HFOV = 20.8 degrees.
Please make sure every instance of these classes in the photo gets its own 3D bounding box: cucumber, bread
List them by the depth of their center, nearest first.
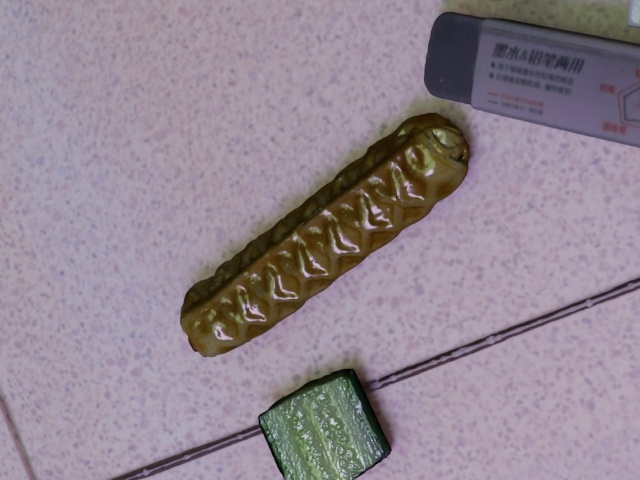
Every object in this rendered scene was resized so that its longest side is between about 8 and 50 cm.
[{"bbox_3d":[-0.001,-0.001,1.708,0.367,0.084,0.077,-37,122,25],"label":"bread"},{"bbox_3d":[0.011,0.195,1.744,0.116,0.062,0.115,-28,87,20],"label":"cucumber"}]

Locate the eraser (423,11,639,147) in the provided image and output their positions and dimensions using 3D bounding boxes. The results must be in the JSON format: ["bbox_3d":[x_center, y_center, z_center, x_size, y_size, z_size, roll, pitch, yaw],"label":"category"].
[{"bbox_3d":[0.249,-0.136,1.546,0.352,0.061,0.089,18,107,36],"label":"eraser"}]

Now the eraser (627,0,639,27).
[{"bbox_3d":[0.383,-0.213,1.498,0.225,0.052,0.096,13,106,24],"label":"eraser"}]
